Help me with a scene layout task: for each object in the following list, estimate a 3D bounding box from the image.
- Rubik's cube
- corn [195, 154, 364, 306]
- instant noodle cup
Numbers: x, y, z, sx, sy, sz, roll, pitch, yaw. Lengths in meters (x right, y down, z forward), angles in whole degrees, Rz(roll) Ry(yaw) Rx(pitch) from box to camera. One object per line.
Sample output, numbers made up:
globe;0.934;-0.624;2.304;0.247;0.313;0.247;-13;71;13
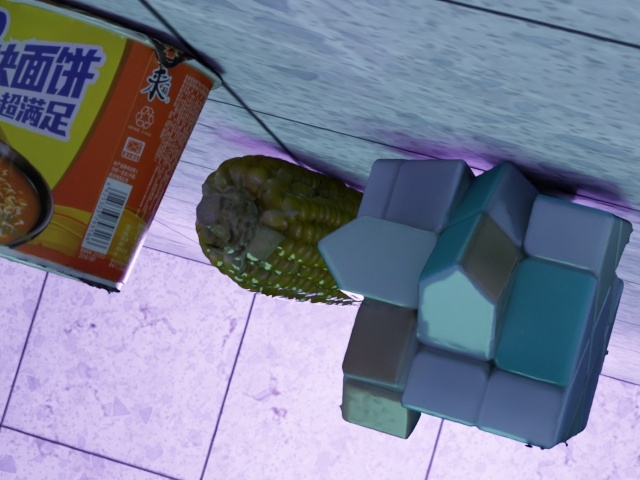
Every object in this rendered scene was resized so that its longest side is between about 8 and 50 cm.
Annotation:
Rubik's cube;0.110;0.050;1.272;0.213;0.224;0.265;16;-179;16
corn;-0.005;-0.001;1.610;0.130;0.130;0.347;13;178;33
instant noodle cup;-0.193;-0.066;1.177;0.213;0.174;0.213;17;175;1
